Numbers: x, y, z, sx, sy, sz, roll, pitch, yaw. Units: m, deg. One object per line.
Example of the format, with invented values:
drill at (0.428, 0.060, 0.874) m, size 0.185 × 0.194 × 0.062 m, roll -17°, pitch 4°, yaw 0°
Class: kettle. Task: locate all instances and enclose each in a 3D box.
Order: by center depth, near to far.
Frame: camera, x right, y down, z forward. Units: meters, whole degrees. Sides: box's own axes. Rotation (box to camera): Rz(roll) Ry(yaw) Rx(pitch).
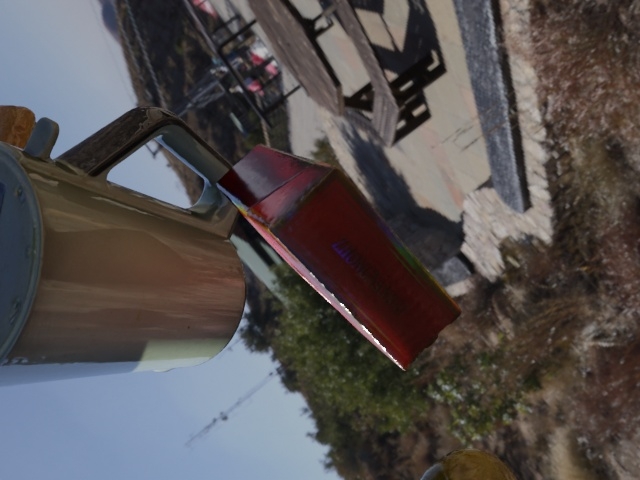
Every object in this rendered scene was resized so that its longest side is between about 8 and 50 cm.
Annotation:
kettle at (-0.263, 0.004, 0.776) m, size 0.250 × 0.361 × 0.377 m, roll 21°, pitch -179°, yaw 29°

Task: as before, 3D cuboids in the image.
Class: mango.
mango at (0.218, 0.429, 0.920) m, size 0.130 × 0.167 × 0.262 m, roll -136°, pitch 45°, yaw -57°

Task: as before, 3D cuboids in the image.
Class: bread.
bread at (-0.640, -0.169, 1.153) m, size 0.121 × 0.246 × 0.174 m, roll 52°, pitch -137°, yaw -66°

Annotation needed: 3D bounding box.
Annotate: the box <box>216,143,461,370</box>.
box at (-0.001, -0.001, 0.688) m, size 0.197 × 0.089 × 0.313 m, roll 48°, pitch 175°, yaw -20°
